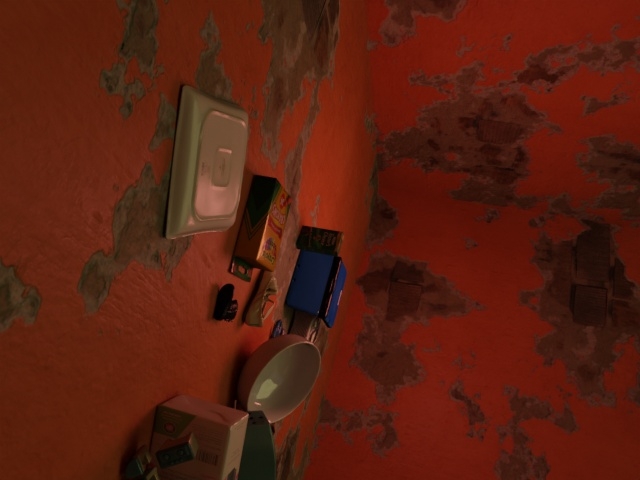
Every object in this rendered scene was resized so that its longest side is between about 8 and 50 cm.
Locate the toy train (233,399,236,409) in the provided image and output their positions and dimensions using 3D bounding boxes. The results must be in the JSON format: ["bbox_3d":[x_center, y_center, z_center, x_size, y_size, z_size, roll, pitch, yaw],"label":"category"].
[{"bbox_3d":[-0.327,0.615,1.626,0.143,0.105,0.248,25,71,-59],"label":"toy train"}]

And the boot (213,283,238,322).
[{"bbox_3d":[-0.273,0.188,1.597,0.099,0.045,0.121,26,82,-74],"label":"boot"}]

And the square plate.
[{"bbox_3d":[-0.265,-0.182,1.340,0.344,0.049,0.348,-19,118,-75],"label":"square plate"}]

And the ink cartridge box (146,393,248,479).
[{"bbox_3d":[-0.323,0.596,1.349,0.119,0.207,0.354,4,97,-75],"label":"ink cartridge box"}]

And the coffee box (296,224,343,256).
[{"bbox_3d":[0.000,0.000,2.280,0.040,0.184,0.113,84,21,-52],"label":"coffee box"}]

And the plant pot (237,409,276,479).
[{"bbox_3d":[-0.238,0.695,1.760,0.165,0.165,0.235,-154,-112,-67],"label":"plant pot"}]

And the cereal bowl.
[{"bbox_3d":[-0.167,0.479,1.926,0.338,0.141,0.339,-27,131,-35],"label":"cereal bowl"}]

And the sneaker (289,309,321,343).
[{"bbox_3d":[-0.060,0.366,2.453,0.127,0.126,0.321,66,44,-62],"label":"sneaker"}]

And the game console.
[{"bbox_3d":[-0.011,0.208,2.382,0.250,0.173,0.293,65,38,-61],"label":"game console"}]

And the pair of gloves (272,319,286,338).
[{"bbox_3d":[-0.180,0.417,2.205,0.198,0.023,0.159,77,25,-61],"label":"pair of gloves"}]

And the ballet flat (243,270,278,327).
[{"bbox_3d":[-0.190,0.195,1.865,0.086,0.086,0.249,83,22,-52],"label":"ballet flat"}]

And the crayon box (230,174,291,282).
[{"bbox_3d":[-0.186,-0.026,1.719,0.202,0.081,0.319,50,52,-73],"label":"crayon box"}]

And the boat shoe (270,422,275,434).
[{"bbox_3d":[-0.215,0.743,2.222,0.064,0.060,0.178,-60,157,-54],"label":"boat shoe"}]

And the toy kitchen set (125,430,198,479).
[{"bbox_3d":[-0.339,0.570,1.206,0.122,0.166,0.207,-79,151,-81],"label":"toy kitchen set"}]
